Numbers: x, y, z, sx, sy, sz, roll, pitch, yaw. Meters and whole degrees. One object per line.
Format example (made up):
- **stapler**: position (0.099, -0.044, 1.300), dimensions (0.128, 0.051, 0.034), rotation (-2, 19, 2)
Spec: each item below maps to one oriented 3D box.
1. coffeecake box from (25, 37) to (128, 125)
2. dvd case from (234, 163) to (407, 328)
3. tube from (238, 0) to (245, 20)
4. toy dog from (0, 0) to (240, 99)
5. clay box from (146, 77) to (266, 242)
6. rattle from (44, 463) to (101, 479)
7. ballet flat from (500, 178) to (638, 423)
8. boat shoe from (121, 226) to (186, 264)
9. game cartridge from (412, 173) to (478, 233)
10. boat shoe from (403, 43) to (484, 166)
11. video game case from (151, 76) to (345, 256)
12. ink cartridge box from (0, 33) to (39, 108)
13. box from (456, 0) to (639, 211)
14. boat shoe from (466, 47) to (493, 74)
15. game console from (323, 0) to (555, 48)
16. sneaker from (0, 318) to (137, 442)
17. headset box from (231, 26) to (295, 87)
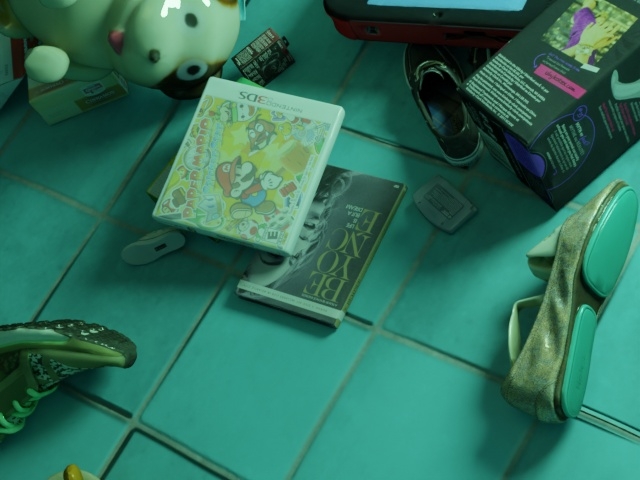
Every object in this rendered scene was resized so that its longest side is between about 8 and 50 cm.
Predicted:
- **coffeecake box**: position (-0.386, -0.292, 2.171), dimensions (0.142, 0.068, 0.186), rotation (-19, 55, 12)
- **dvd case**: position (0.000, 0.000, 1.854), dimensions (0.164, 0.018, 0.221), rotation (16, 69, 31)
- **tube**: position (-0.214, -0.356, 2.149), dimensions (0.207, 0.052, 0.080), rotation (-8, 65, 14)
- **toy dog**: position (-0.310, -0.352, 2.015), dimensions (0.408, 0.395, 0.285), rotation (29, 115, 22)
- **clay box**: position (-0.130, -0.118, 1.960), dimensions (0.127, 0.053, 0.222), rotation (30, 75, 31)
- **rattle**: position (-0.370, 0.344, 1.747), dimensions (0.199, 0.143, 0.130), rotation (1, 80, 18)
- **ballet flat**: position (0.285, 0.061, 1.639), dimensions (0.106, 0.107, 0.316), rotation (6, 63, 35)
- **boat shoe**: position (-0.235, 0.003, 1.953), dimensions (0.100, 0.035, 0.035), rotation (-23, 27, 15)
- **game cartridge**: position (0.161, -0.046, 1.811), dimensions (0.056, 0.017, 0.083), rotation (-40, 53, -6)
- **boat shoe**: position (0.158, -0.203, 1.867), dimensions (0.080, 0.076, 0.229), rotation (-21, 55, 11)
- **video game case**: position (-0.098, -0.105, 1.895), dimensions (0.206, 0.026, 0.227), rotation (15, 71, 18)
- **ink cartridge box**: position (-0.506, -0.297, 2.191), dimensions (0.179, 0.045, 0.145), rotation (-46, 43, 40)
- **box**: position (0.332, -0.200, 1.731), dimensions (0.270, 0.165, 0.143), rotation (-41, 52, -3)
- **boat shoe**: position (0.219, -0.247, 1.887), dimensions (0.038, 0.046, 0.125), rotation (-10, 66, 13)
- **game console**: position (0.222, -0.403, 1.937), dimensions (0.386, 0.060, 0.342), rotation (9, 56, 28)
- **sneaker**: position (-0.433, 0.207, 1.885), dimensions (0.410, 0.158, 0.182), rotation (-8, 89, 18)
- **headset box**: position (-0.080, -0.267, 2.022), dimensions (0.083, 0.062, 0.032), rotation (-40, 54, -1)
